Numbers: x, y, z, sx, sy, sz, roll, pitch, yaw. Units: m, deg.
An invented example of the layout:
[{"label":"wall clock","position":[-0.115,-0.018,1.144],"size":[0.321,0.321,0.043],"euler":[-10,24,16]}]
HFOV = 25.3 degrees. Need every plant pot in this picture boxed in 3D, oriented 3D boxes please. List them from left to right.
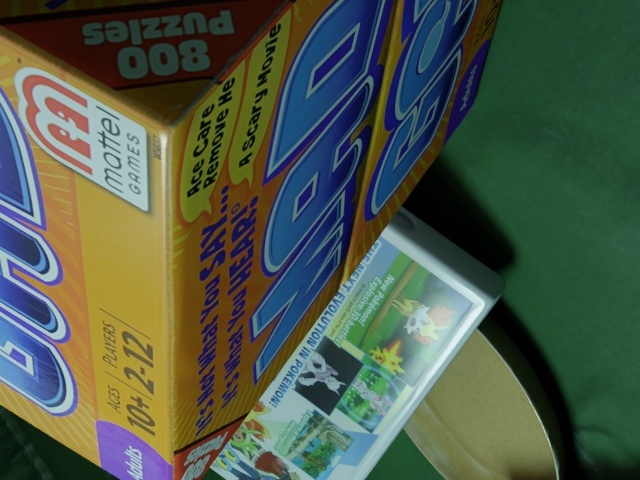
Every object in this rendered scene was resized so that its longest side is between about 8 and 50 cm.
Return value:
[{"label":"plant pot","position":[0.118,0.123,1.151],"size":[0.236,0.032,0.236],"euler":[43,153,28]}]

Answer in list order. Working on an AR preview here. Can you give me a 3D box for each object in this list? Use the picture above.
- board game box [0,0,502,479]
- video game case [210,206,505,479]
[{"label":"board game box","position":[-0.121,-0.149,0.757],"size":[0.356,0.356,0.356],"euler":[29,149,13]},{"label":"video game case","position":[-0.055,0.056,1.123],"size":[0.300,0.036,0.329],"euler":[36,130,7]}]
